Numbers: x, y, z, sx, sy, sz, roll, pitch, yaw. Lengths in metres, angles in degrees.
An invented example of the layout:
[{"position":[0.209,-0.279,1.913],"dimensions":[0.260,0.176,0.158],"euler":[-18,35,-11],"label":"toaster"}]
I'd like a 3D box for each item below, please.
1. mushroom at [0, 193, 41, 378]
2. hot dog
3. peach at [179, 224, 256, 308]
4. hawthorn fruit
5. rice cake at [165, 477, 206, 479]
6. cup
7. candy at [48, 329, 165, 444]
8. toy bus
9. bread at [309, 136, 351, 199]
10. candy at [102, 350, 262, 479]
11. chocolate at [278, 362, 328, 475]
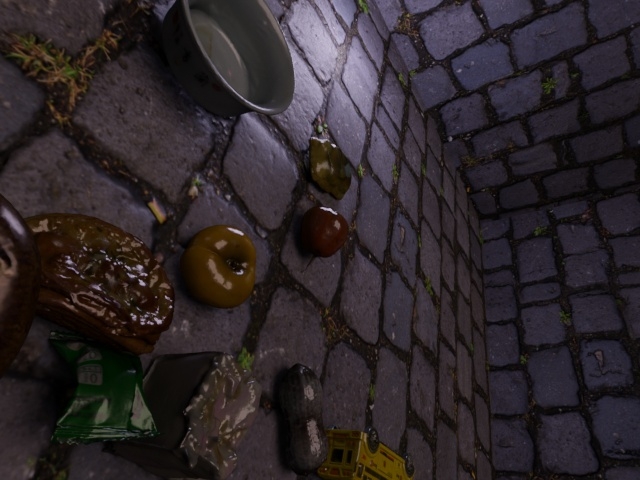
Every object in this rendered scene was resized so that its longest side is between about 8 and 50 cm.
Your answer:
[{"position":[-0.451,0.071,0.353],"dimensions":[0.345,0.239,0.345],"euler":[31,37,-27],"label":"mushroom"},{"position":[-0.341,0.062,0.611],"dimensions":[0.272,0.122,0.196],"euler":[47,16,-37],"label":"hot dog"},{"position":[-0.206,0.051,0.849],"dimensions":[0.179,0.103,0.180],"euler":[26,56,-47],"label":"peach"},{"position":[0.014,-0.009,1.177],"dimensions":[0.149,0.149,0.189],"euler":[17,63,-54],"label":"hawthorn fruit"},{"position":[-0.193,0.477,0.745],"dimensions":[0.256,0.057,0.052],"euler":[61,9,-23],"label":"rice cake"},{"position":[-0.226,-0.434,0.950],"dimensions":[0.347,0.162,0.348],"euler":[26,58,-50],"label":"cup"},{"position":[-0.306,0.202,0.591],"dimensions":[0.078,0.203,0.141],"euler":[-44,134,-5],"label":"candy"},{"position":[0.133,0.622,1.114],"dimensions":[0.330,0.144,0.152],"euler":[48,41,-35],"label":"toy bus"},{"position":[0.037,-0.241,1.355],"dimensions":[0.233,0.088,0.161],"euler":[19,58,-56],"label":"bread"},{"position":[-0.218,0.288,0.667],"dimensions":[0.137,0.195,0.185],"euler":[61,31,-31],"label":"candy"},{"position":[-0.040,0.418,0.961],"dimensions":[0.110,0.110,0.249],"euler":[8,69,-56],"label":"chocolate"}]
